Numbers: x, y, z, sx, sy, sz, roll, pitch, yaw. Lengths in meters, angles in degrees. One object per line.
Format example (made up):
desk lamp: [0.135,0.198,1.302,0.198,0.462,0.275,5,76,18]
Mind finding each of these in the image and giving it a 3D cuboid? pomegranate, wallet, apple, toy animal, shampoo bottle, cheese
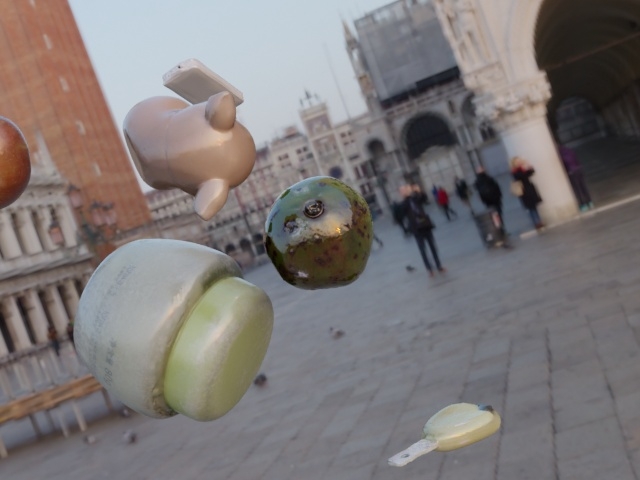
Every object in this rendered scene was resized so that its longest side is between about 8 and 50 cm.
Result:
pomegranate: [0.000,0.000,1.469,0.202,0.202,0.248,-20,-27,0]
wallet: [-0.243,-0.315,1.783,0.095,0.033,0.190,-26,-29,20]
apple: [-0.670,-0.156,1.690,0.201,0.201,0.162,-19,-5,41]
toy animal: [-0.195,-0.139,1.248,0.154,0.166,0.250,-22,24,-35]
shampoo bottle: [-0.270,0.158,1.561,0.318,0.322,0.322,20,14,15]
cheese: [0.222,0.371,1.613,0.252,0.054,0.127,-17,6,-38]
